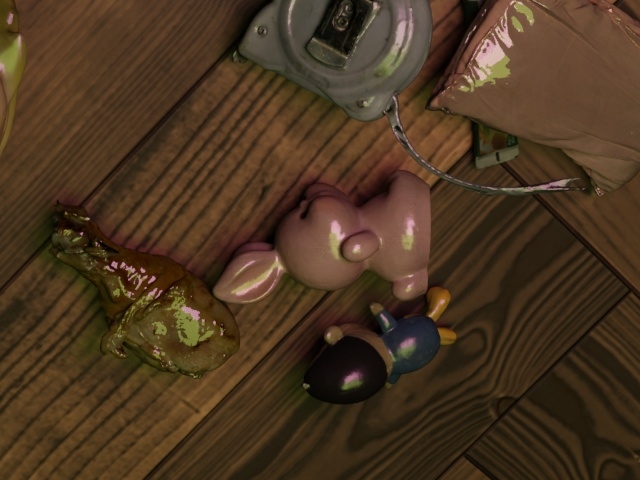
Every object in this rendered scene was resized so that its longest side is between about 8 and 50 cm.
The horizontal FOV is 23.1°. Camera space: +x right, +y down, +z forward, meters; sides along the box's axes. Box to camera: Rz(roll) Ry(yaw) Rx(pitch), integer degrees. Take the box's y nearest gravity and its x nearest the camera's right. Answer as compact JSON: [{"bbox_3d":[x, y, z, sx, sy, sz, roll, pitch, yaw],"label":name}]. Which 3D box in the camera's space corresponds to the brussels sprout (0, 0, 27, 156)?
[{"bbox_3d":[-0.420,-0.133,1.181,0.342,0.361,0.425,-35,82,-17],"label":"brussels sprout"}]

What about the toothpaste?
[{"bbox_3d":[0.159,-0.165,1.491,0.049,0.031,0.204,-17,118,-15],"label":"toothpaste"}]

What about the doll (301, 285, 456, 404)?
[{"bbox_3d":[0.054,0.109,1.558,0.179,0.089,0.102,-26,119,-29],"label":"doll"}]

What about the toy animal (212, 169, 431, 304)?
[{"bbox_3d":[0.000,-0.002,1.479,0.212,0.124,0.124,-6,114,-5],"label":"toy animal"}]

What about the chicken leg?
[{"bbox_3d":[-0.175,0.054,1.471,0.227,0.088,0.103,35,116,-26],"label":"chicken leg"}]

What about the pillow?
[{"bbox_3d":[0.240,-0.147,1.485,0.270,0.067,0.173,25,100,-32],"label":"pillow"}]

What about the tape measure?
[{"bbox_3d":[0.093,-0.148,1.372,0.330,0.084,0.164,27,107,13],"label":"tape measure"}]
